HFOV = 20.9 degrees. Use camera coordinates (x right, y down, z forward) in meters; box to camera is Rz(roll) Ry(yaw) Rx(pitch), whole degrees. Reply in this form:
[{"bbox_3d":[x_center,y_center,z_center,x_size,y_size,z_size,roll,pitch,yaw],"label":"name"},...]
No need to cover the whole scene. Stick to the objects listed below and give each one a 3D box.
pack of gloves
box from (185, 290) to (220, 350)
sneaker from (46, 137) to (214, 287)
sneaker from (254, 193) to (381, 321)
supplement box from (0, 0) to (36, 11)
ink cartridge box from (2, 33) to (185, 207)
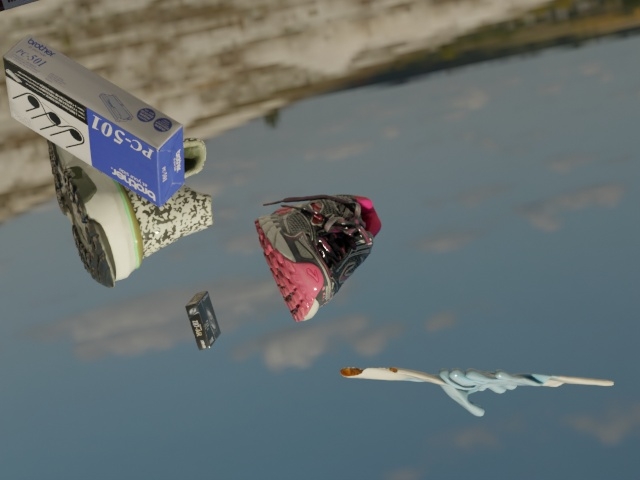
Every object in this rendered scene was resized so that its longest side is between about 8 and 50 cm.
[{"bbox_3d":[0.168,0.164,1.864,0.195,0.046,0.232,-3,172,43],"label":"pack of gloves"},{"bbox_3d":[-0.166,0.113,2.459,0.018,0.067,0.083,-15,-172,10],"label":"box"},{"bbox_3d":[-0.235,-0.092,2.137,0.182,0.158,0.410,-12,-142,-13],"label":"sneaker"},{"bbox_3d":[0.000,0.000,1.941,0.112,0.121,0.299,-20,-169,9],"label":"sneaker"},{"bbox_3d":[-0.453,-0.423,2.308,0.130,0.239,0.073,-18,-145,-8],"label":"supplement box"},{"bbox_3d":[-0.235,-0.125,1.808,0.207,0.097,0.046,31,-122,18],"label":"ink cartridge box"}]
